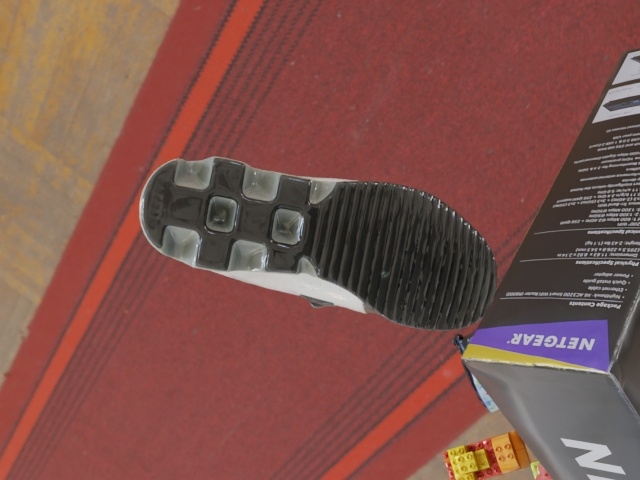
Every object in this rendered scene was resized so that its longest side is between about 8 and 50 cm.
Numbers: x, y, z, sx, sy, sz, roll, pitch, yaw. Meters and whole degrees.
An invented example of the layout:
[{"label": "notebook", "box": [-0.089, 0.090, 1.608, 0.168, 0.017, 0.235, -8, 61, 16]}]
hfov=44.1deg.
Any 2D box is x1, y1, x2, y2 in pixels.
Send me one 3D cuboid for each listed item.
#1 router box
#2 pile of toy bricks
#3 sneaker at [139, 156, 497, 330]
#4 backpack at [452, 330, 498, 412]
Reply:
[{"label": "router box", "box": [0.234, 0.073, 0.469, 0.081, 0.243, 0.308, -3, 133, 48]}, {"label": "pile of toy bricks", "box": [0.195, 0.176, 0.615, 0.212, 0.105, 0.118, -24, 66, 20]}, {"label": "sneaker", "box": [0.000, 0.000, 0.739, 0.331, 0.122, 0.146, 17, 173, -11]}, {"label": "backpack", "box": [0.276, 0.207, 1.264, 0.084, 0.114, 0.105, -25, 133, 15]}]
